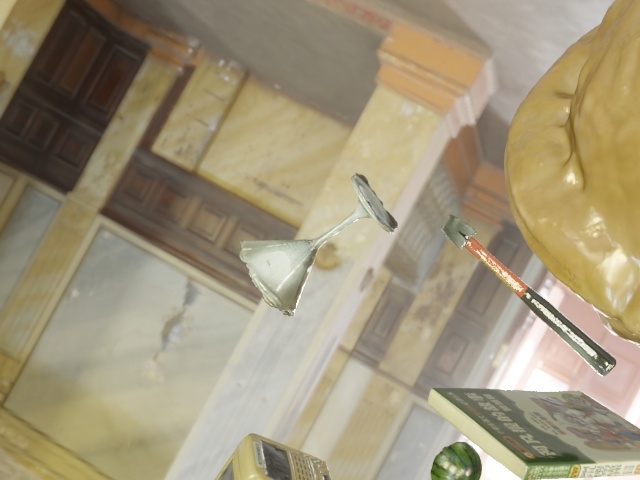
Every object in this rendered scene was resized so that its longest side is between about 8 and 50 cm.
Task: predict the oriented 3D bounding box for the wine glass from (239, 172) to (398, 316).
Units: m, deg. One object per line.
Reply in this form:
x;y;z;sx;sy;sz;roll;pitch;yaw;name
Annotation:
0.000;0.000;1.549;0.156;0.232;0.156;50;-164;-19;wine glass

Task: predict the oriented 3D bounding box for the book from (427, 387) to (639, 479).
0.295;0.239;1.196;0.264;0.027;0.202;6;-165;-29;book

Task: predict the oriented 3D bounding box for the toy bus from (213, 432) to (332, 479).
-0.133;0.502;1.521;0.201;0.365;0.177;29;-167;-18;toy bus

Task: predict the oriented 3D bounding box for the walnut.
0.338;-0.079;0.745;0.383;0.384;0.383;28;178;1;walnut

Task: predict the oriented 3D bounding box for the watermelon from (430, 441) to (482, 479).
0.259;0.427;1.754;0.105;0.106;0.062;30;177;-34;watermelon

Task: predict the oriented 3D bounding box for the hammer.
0.268;0.069;1.244;0.287;0.033;0.111;43;-176;11;hammer
